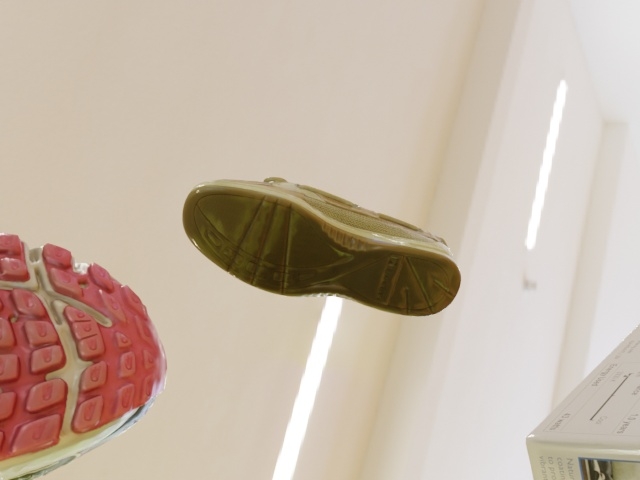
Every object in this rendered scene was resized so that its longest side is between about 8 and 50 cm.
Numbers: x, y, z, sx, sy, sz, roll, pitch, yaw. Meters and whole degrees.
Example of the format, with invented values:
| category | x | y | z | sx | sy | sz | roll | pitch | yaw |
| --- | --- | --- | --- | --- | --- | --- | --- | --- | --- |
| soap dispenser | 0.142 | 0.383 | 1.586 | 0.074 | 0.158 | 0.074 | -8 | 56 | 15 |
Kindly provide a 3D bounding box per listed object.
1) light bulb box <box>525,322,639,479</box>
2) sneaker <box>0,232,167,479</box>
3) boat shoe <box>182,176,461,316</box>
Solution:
| category | x | y | z | sx | sy | sz | roll | pitch | yaw |
| --- | --- | --- | --- | --- | --- | --- | --- | --- | --- |
| light bulb box | 0.437 | 0.213 | 0.792 | 0.358 | 0.361 | 0.225 | -23 | -77 | -49 |
| sneaker | -0.212 | 0.087 | 0.399 | 0.112 | 0.299 | 0.121 | 68 | -172 | -51 |
| boat shoe | 0.001 | -0.001 | 0.477 | 0.048 | 0.153 | 0.056 | -93 | 18 | -62 |
